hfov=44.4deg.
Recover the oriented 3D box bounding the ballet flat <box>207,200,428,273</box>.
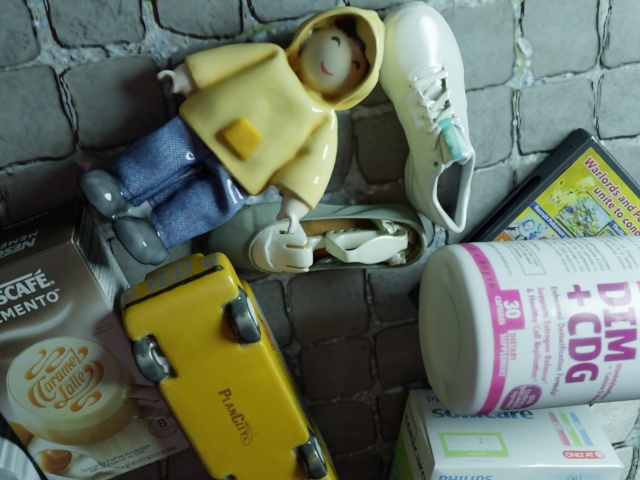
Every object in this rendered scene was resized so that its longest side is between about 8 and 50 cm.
[{"bbox_3d":[0.000,0.000,0.752,0.213,0.068,0.072,-5,117,-10],"label":"ballet flat"}]

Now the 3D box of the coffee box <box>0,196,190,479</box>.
[{"bbox_3d":[-0.235,0.103,0.734,0.141,0.098,0.246,-22,118,0],"label":"coffee box"}]

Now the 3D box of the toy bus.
[{"bbox_3d":[-0.078,0.156,0.776,0.108,0.130,0.332,-22,118,0],"label":"toy bus"}]

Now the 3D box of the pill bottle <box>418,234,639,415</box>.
[{"bbox_3d":[0.251,0.076,0.752,0.283,0.160,0.160,-3,116,-10],"label":"pill bottle"}]

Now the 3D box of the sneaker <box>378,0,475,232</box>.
[{"bbox_3d":[0.108,-0.107,0.708,0.080,0.094,0.212,-17,118,-2],"label":"sneaker"}]

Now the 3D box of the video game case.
[{"bbox_3d":[0.275,0.055,0.857,0.275,0.035,0.248,39,103,-25],"label":"video game case"}]

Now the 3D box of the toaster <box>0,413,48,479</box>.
[{"bbox_3d":[-0.326,0.250,0.760,0.129,0.146,0.226,-12,118,-7],"label":"toaster"}]

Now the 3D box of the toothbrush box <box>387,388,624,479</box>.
[{"bbox_3d":[0.186,0.313,0.895,0.206,0.122,0.283,3,120,-10],"label":"toothbrush box"}]

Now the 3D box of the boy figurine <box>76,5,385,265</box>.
[{"bbox_3d":[-0.055,-0.091,0.667,0.285,0.092,0.177,-34,90,3],"label":"boy figurine"}]
